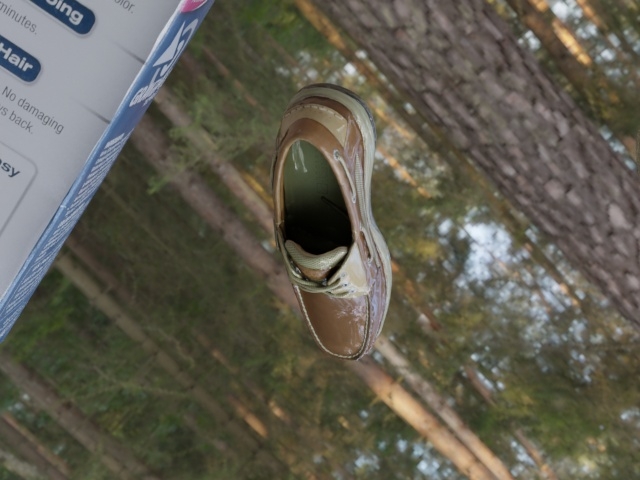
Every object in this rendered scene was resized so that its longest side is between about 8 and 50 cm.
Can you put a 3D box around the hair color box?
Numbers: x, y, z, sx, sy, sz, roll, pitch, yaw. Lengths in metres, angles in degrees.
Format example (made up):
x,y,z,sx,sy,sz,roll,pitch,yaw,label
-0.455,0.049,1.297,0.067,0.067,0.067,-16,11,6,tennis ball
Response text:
x,y,z,sx,sy,sz,roll,pitch,yaw,label
-0.179,-0.100,0.495,0.347,0.174,0.105,-54,-173,17,hair color box

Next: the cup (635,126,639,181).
x,y,z,sx,sy,sz,roll,pitch,yaw,label
0.239,0.003,0.281,0.331,0.237,0.331,-34,163,-12,cup

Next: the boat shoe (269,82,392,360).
x,y,z,sx,sy,sz,roll,pitch,yaw,label
0.000,0.000,0.989,0.123,0.324,0.120,2,-148,19,boat shoe
